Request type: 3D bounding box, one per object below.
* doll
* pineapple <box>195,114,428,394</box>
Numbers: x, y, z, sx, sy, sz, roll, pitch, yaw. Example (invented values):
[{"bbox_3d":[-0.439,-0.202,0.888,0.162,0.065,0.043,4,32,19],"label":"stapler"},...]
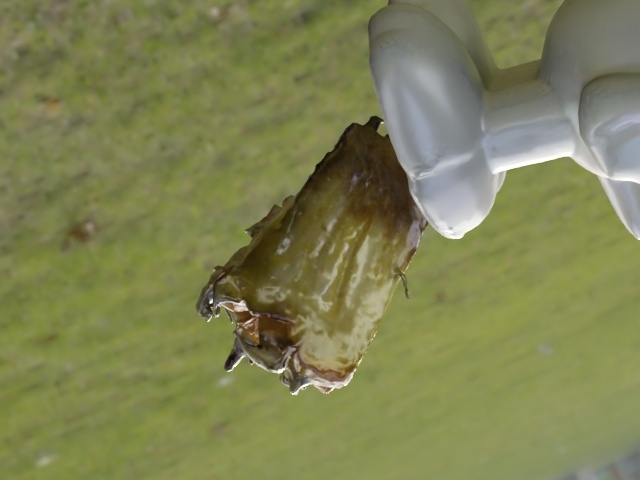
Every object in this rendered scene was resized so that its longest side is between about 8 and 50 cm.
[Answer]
[{"bbox_3d":[0.163,-0.088,0.589,0.271,0.144,0.208,-6,-158,32],"label":"doll"},{"bbox_3d":[0.000,0.000,0.747,0.116,0.069,0.137,-52,-169,19],"label":"pineapple"}]
